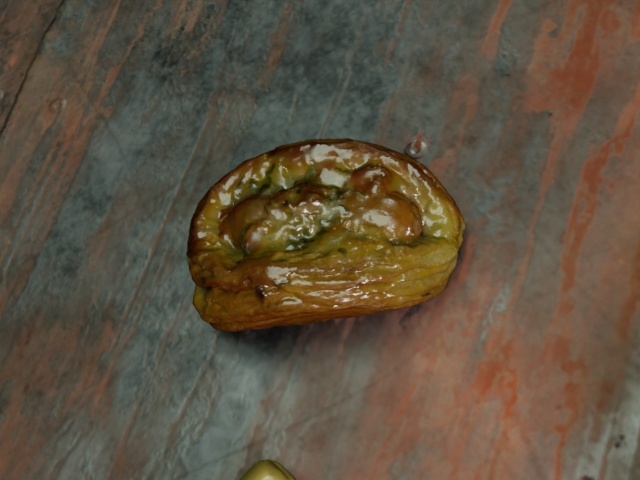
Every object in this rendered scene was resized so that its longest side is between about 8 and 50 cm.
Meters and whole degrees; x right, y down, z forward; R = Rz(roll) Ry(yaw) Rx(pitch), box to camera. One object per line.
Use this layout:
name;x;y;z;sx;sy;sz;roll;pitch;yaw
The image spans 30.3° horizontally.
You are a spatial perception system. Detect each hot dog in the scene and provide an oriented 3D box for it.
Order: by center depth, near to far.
hot dog;0.000;0.000;1.153;0.272;0.122;0.196;-7;54;16

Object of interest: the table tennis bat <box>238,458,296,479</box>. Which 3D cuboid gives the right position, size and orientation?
table tennis bat;-0.149;0.314;1.056;0.321;0.050;0.198;-41;42;-11
